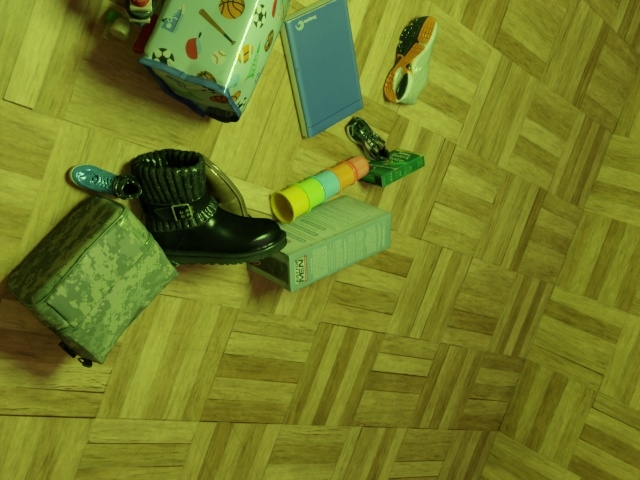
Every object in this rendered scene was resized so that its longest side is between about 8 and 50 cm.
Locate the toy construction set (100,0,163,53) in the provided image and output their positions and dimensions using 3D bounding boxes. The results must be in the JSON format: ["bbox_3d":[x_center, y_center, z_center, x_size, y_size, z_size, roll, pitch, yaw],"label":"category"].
[{"bbox_3d":[-0.387,-0.551,1.588,0.309,0.257,0.237,58,51,-64],"label":"toy construction set"}]

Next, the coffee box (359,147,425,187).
[{"bbox_3d":[0.205,-0.215,2.377,0.184,0.113,0.041,-28,122,-33],"label":"coffee box"}]

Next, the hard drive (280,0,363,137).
[{"bbox_3d":[0.008,-0.456,2.126,0.210,0.040,0.319,-34,128,-30],"label":"hard drive"}]

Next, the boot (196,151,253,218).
[{"bbox_3d":[-0.250,-0.082,1.992,0.115,0.112,0.305,-38,133,-13],"label":"boot"}]

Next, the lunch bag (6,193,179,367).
[{"bbox_3d":[-0.475,0.093,1.747,0.305,0.212,0.256,-50,126,-17],"label":"lunch bag"}]

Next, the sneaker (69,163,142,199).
[{"bbox_3d":[-0.459,-0.127,1.756,0.152,0.084,0.058,23,79,-38],"label":"sneaker"}]

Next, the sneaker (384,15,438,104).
[{"bbox_3d":[0.276,-0.514,2.342,0.121,0.099,0.263,11,107,-54],"label":"sneaker"}]

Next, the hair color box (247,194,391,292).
[{"bbox_3d":[0.000,0.000,2.210,0.374,0.185,0.114,-22,123,-37],"label":"hair color box"}]

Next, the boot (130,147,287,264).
[{"bbox_3d":[-0.252,-0.081,1.871,0.347,0.131,0.260,-4,116,-7],"label":"boot"}]

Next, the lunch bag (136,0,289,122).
[{"bbox_3d":[-0.210,-0.443,1.752,0.385,0.238,0.328,34,79,-83],"label":"lunch bag"}]

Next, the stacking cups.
[{"bbox_3d":[0.003,-0.152,2.232,0.316,0.096,0.096,-33,128,-38],"label":"stacking cups"}]

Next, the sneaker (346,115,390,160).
[{"bbox_3d":[0.146,-0.288,2.310,0.178,0.077,0.072,39,78,-46],"label":"sneaker"}]
